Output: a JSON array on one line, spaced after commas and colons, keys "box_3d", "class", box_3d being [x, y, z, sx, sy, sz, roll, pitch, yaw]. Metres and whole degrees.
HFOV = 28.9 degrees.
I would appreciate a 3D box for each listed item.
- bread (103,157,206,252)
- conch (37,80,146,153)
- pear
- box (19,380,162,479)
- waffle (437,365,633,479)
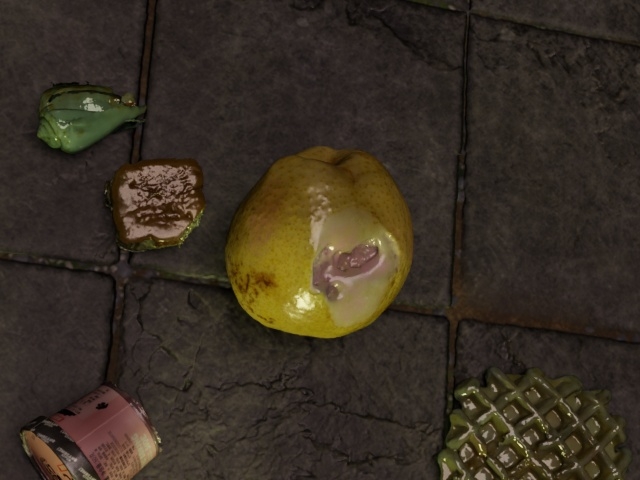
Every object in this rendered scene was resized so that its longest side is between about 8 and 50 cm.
[{"box_3d": [-0.230, -0.049, 1.750, 0.140, 0.069, 0.128, -8, 80, -17], "class": "bread"}, {"box_3d": [-0.330, -0.184, 1.757, 0.170, 0.079, 0.105, -24, 90, -36], "class": "conch"}, {"box_3d": [0.000, 0.000, 1.699, 0.271, 0.271, 0.271, 4, 75, -15], "class": "pear"}, {"box_3d": [-0.293, 0.265, 1.615, 0.135, 0.151, 0.151, -38, 89, -29], "class": "box"}, {"box_3d": [0.319, 0.330, 1.822, 0.309, 0.056, 0.292, 13, 74, -12], "class": "waffle"}]
